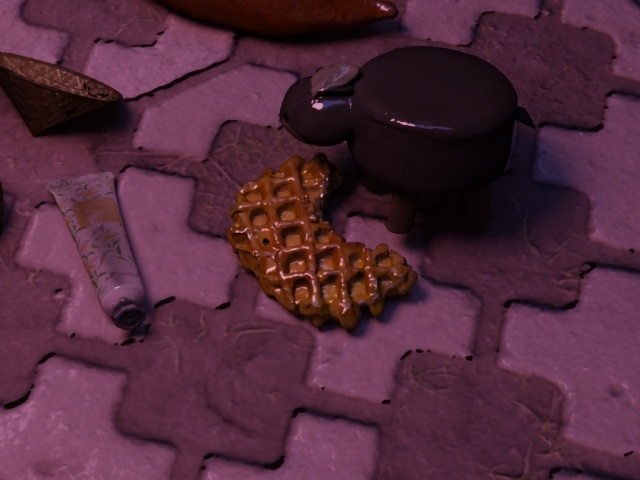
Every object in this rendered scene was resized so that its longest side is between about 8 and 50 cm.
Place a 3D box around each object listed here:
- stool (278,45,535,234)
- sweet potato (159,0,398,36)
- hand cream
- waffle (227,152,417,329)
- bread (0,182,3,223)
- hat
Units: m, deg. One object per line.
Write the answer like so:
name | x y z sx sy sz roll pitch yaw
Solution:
stool | 0.083 -0.104 1.550 0.228 0.139 0.153 18 38 17
sweet potato | -0.093 -0.279 1.713 0.359 0.112 0.112 13 52 2
hand cream | -0.204 0.003 1.521 0.067 0.042 0.194 -15 50 -14
waffle | 0.000 -0.002 1.534 0.149 0.051 0.194 -34 61 -25
bread | -0.341 -0.035 1.532 0.085 0.053 0.085 10 44 -10
hat | -0.277 -0.135 1.616 0.146 0.067 0.146 19 11 -4
